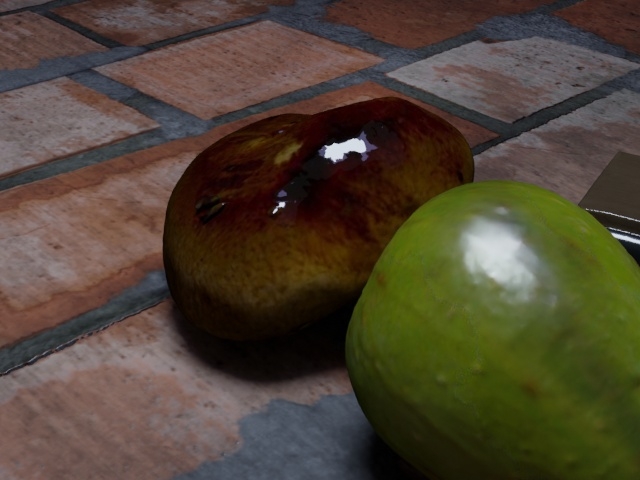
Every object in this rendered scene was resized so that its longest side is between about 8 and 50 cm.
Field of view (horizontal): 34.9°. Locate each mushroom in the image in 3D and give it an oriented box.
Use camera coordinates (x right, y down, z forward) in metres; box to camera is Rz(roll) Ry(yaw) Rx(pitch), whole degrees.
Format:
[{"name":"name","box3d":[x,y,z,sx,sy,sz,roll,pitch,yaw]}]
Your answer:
[{"name":"mushroom","box3d":[0.000,0.000,1.071,0.345,0.259,0.345,-24,21,10]}]

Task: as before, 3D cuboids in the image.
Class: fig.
[{"name":"fig","box3d":[0.174,0.103,0.825,0.258,0.258,0.326,-21,50,-33]}]

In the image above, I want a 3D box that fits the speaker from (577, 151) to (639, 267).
[{"name":"speaker","box3d":[0.387,0.027,1.052,0.231,0.153,0.192,17,33,25]}]
